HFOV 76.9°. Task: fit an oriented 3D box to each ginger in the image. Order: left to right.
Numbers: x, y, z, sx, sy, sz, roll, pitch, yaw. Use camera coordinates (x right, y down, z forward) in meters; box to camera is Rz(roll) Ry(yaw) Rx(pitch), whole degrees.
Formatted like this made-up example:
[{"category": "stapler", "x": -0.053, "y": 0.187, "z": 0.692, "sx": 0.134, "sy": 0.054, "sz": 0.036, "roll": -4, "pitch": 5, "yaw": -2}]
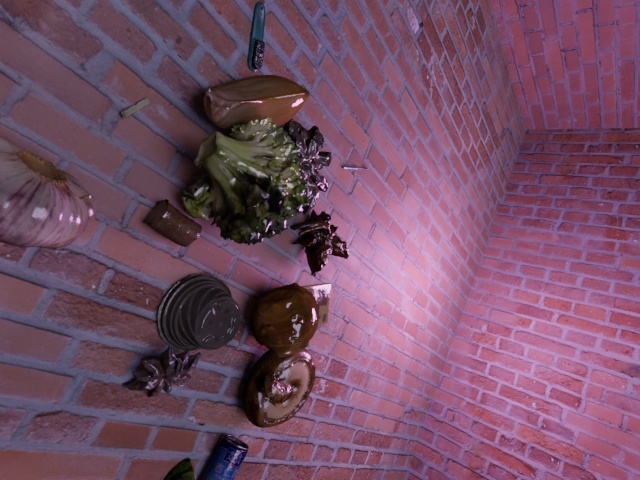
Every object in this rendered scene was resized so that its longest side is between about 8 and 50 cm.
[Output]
[{"category": "ginger", "x": -0.097, "y": 0.246, "z": 1.319, "sx": 0.270, "sy": 0.223, "sz": 0.200, "roll": -17, "pitch": 100, "yaw": -38}]

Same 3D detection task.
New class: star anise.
[{"category": "star anise", "x": -0.414, "y": 0.359, "z": 1.072, "sx": 0.182, "sy": 0.065, "sz": 0.195, "roll": -42, "pitch": 144, "yaw": 7}, {"category": "star anise", "x": -0.068, "y": -0.234, "z": 1.305, "sx": 0.332, "sy": 0.118, "sz": 0.330, "roll": -15, "pitch": 113, "yaw": -40}, {"category": "star anise", "x": -0.011, "y": -0.003, "z": 1.404, "sx": 0.346, "sy": 0.149, "sz": 0.237, "roll": 37, "pitch": 68, "yaw": -60}]

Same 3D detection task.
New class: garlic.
[{"category": "garlic", "x": -0.577, "y": -0.050, "z": 0.737, "sx": 0.253, "sy": 0.245, "sz": 0.245, "roll": -45, "pitch": 138, "yaw": 11}, {"category": "garlic", "x": -0.202, "y": -0.375, "z": 1.066, "sx": 0.339, "sy": 0.196, "sz": 0.151, "roll": -18, "pitch": 97, "yaw": -42}]

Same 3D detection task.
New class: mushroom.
[{"category": "mushroom", "x": -0.144, "y": 0.489, "z": 1.369, "sx": 0.296, "sy": 0.163, "sz": 0.278, "roll": -59, "pitch": 149, "yaw": -10}]

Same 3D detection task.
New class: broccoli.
[{"category": "broccoli", "x": -0.185, "y": -0.164, "z": 1.030, "sx": 0.281, "sy": 0.294, "sz": 0.347, "roll": 28, "pitch": 84, "yaw": -53}]

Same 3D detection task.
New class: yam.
[{"category": "yam", "x": -0.376, "y": -0.040, "z": 1.037, "sx": 0.127, "sy": 0.084, "sz": 0.084, "roll": 44, "pitch": 67, "yaw": -41}]

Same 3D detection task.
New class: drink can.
[{"category": "drink can", "x": -0.325, "y": 0.757, "z": 1.285, "sx": 0.097, "sy": 0.097, "sz": 0.235, "roll": 45, "pitch": 65, "yaw": -44}]

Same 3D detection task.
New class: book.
[{"category": "book", "x": -0.031, "y": 0.253, "z": 1.548, "sx": 0.193, "sy": 0.013, "sz": 0.167, "roll": -1, "pitch": 100, "yaw": -48}]

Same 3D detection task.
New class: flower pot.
[{"category": "flower pot", "x": -0.316, "y": 0.216, "z": 1.125, "sx": 0.236, "sy": 0.141, "sz": 0.235, "roll": -19, "pitch": 115, "yaw": -45}]

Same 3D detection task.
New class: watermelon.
[{"category": "watermelon", "x": -0.408, "y": 0.733, "z": 1.214, "sx": 0.094, "sy": 0.126, "sz": 0.135, "roll": 86, "pitch": 14, "yaw": -63}]

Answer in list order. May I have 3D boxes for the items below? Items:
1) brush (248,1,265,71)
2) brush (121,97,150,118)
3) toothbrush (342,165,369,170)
[{"category": "brush", "x": -0.175, "y": -0.587, "z": 1.158, "sx": 0.043, "sy": 0.032, "sz": 0.193, "roll": 2, "pitch": 100, "yaw": -48}, {"category": "brush", "x": -0.436, "y": -0.313, "z": 0.949, "sx": 0.083, "sy": 0.013, "sz": 0.016, "roll": -52, "pitch": 138, "yaw": -36}, {"category": "toothbrush", "x": 0.142, "y": -0.287, "z": 1.603, "sx": 0.167, "sy": 0.014, "sz": 0.011, "roll": -7, "pitch": 113, "yaw": -47}]
